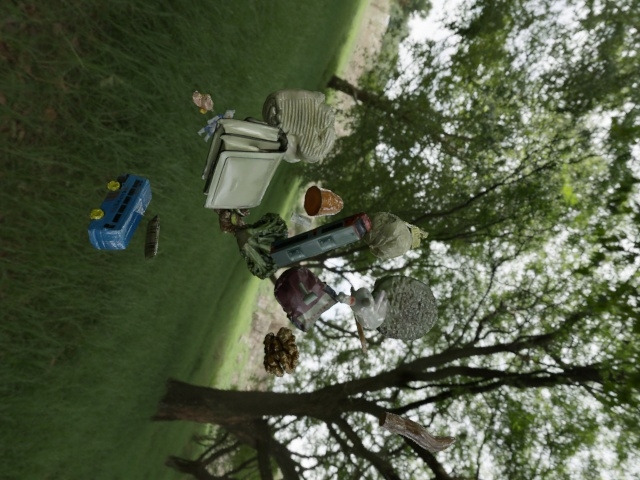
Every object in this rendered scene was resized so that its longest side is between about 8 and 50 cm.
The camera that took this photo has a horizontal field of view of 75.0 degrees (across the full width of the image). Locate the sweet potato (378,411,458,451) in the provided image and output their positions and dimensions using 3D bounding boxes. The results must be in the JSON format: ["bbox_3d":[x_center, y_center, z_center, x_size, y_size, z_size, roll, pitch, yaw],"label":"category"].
[{"bbox_3d":[0.309,0.607,1.305,0.059,0.281,0.067,-59,-170,19],"label":"sweet potato"}]

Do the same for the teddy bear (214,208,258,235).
[{"bbox_3d":[-0.460,-0.143,2.309,0.246,0.295,0.223,-25,119,-61],"label":"teddy bear"}]

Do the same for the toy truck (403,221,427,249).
[{"bbox_3d":[0.427,-0.034,2.136,0.272,0.156,0.124,-143,-133,-73],"label":"toy truck"}]

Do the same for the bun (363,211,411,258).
[{"bbox_3d":[0.259,-0.008,1.727,0.134,0.220,0.220,-45,175,-32],"label":"bun"}]

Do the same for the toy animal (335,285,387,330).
[{"bbox_3d":[0.165,0.230,1.572,0.283,0.140,0.139,57,38,-48],"label":"toy animal"}]

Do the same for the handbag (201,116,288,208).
[{"bbox_3d":[-0.280,-0.262,1.497,0.358,0.236,0.160,131,-44,-54],"label":"handbag"}]

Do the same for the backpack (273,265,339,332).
[{"bbox_3d":[-0.098,0.284,2.179,0.283,0.317,0.197,-44,-165,-2],"label":"backpack"}]

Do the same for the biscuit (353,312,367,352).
[{"bbox_3d":[0.213,0.487,2.217,0.142,0.028,0.221,80,-4,-66],"label":"biscuit"}]

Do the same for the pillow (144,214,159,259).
[{"bbox_3d":[-0.837,-0.012,2.071,0.208,0.052,0.213,-13,-108,59],"label":"pillow"}]

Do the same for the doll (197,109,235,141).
[{"bbox_3d":[-0.542,-0.620,2.208,0.227,0.057,0.114,-43,160,-2],"label":"doll"}]

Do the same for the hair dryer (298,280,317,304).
[{"bbox_3d":[-0.068,0.230,1.916,0.063,0.124,0.038,-36,151,3],"label":"hair dryer"}]

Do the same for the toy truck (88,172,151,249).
[{"bbox_3d":[-0.906,-0.133,1.892,0.161,0.162,0.385,104,-6,-47],"label":"toy truck"}]

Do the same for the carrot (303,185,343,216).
[{"bbox_3d":[0.035,-0.190,2.173,0.159,0.224,0.159,-8,-101,47],"label":"carrot"}]

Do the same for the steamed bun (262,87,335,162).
[{"bbox_3d":[-0.106,-0.544,2.021,0.247,0.351,0.340,-159,-114,-74],"label":"steamed bun"}]

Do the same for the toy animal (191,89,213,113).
[{"bbox_3d":[-0.559,-0.680,2.018,0.114,0.081,0.092,51,51,-47],"label":"toy animal"}]

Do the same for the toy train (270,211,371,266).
[{"bbox_3d":[0.000,0.000,1.639,0.408,0.086,0.089,-19,-145,15],"label":"toy train"}]

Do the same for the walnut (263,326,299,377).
[{"bbox_3d":[-0.145,0.382,1.435,0.142,0.069,0.170,-27,-127,13],"label":"walnut"}]

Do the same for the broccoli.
[{"bbox_3d":[-0.283,0.018,2.034,0.304,0.321,0.283,-44,149,12],"label":"broccoli"}]

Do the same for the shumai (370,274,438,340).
[{"bbox_3d":[0.390,0.320,2.191,0.325,0.397,0.323,-67,-162,4],"label":"shumai"}]

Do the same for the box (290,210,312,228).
[{"bbox_3d":[-0.076,-0.081,1.638,0.054,0.083,0.024,-85,-160,-62],"label":"box"}]
